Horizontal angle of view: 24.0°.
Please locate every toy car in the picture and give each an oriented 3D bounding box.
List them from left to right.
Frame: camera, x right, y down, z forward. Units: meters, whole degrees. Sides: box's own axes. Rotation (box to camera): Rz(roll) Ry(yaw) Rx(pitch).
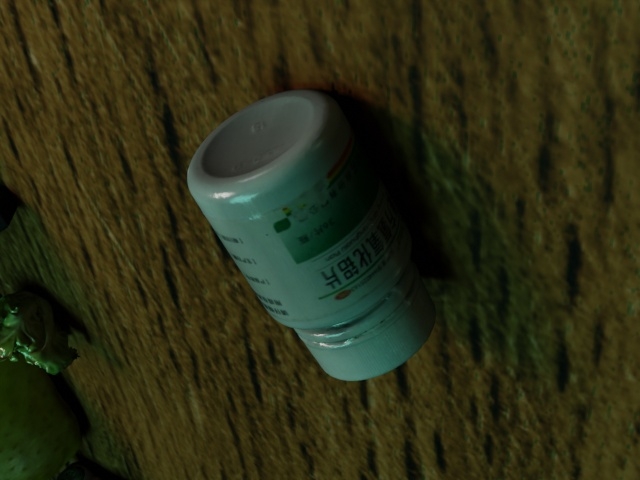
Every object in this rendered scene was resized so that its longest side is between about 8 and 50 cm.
[{"bbox_3d":[-0.182,0.245,1.332,0.142,0.055,0.069,27,143,45],"label":"toy car"}]

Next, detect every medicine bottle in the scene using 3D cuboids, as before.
[{"bbox_3d":[0.000,0.000,0.719,0.080,0.080,0.130,7,138,47],"label":"medicine bottle"}]

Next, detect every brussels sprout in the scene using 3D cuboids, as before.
[{"bbox_3d":[-0.222,0.067,1.126,0.085,0.058,0.085,10,171,2],"label":"brussels sprout"}]

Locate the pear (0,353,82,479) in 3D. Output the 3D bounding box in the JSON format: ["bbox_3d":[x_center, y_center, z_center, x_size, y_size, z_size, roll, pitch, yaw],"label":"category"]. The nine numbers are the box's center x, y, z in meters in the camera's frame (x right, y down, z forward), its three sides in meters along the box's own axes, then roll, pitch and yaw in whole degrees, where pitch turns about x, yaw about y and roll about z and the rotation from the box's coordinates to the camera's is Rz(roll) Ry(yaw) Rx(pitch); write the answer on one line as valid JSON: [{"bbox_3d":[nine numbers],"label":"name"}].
[{"bbox_3d":[-0.403,0.116,1.273,0.386,0.191,0.340,41,151,-3],"label":"pear"}]

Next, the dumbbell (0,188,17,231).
[{"bbox_3d":[-0.238,-0.039,1.005,0.083,0.040,0.036,61,178,-33],"label":"dumbbell"}]
